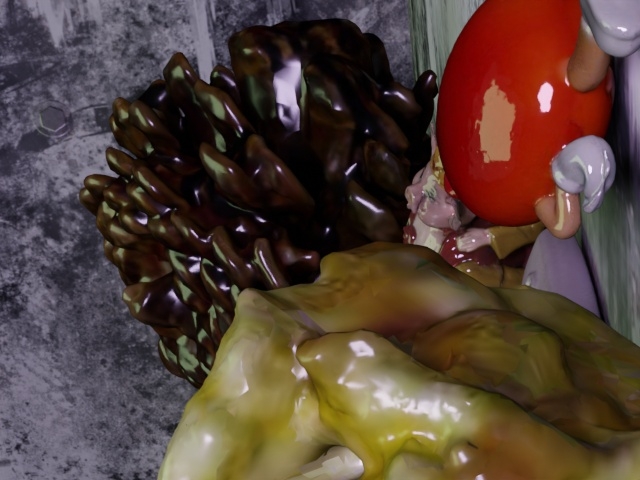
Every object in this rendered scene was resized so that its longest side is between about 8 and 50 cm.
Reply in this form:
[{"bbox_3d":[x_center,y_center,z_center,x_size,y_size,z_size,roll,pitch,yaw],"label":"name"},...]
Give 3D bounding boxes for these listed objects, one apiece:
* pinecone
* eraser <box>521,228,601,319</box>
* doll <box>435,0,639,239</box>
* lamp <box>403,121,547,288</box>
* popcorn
[{"bbox_3d":[0.000,0.000,1.279,0.398,0.397,0.398,-6,-90,-89],"label":"pinecone"},{"bbox_3d":[0.150,0.140,0.899,0.243,0.059,0.204,-88,-7,-52],"label":"eraser"},{"bbox_3d":[0.116,-0.082,0.766,0.217,0.085,0.183,108,160,-48],"label":"doll"},{"bbox_3d":[0.112,-0.009,0.999,0.253,0.118,0.118,80,-176,-54],"label":"lamp"},{"bbox_3d":[0.049,0.143,0.618,0.293,0.293,0.237,-95,22,-54],"label":"popcorn"}]
